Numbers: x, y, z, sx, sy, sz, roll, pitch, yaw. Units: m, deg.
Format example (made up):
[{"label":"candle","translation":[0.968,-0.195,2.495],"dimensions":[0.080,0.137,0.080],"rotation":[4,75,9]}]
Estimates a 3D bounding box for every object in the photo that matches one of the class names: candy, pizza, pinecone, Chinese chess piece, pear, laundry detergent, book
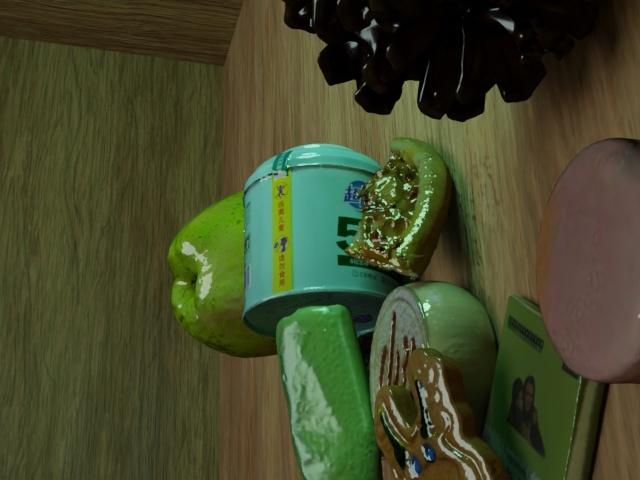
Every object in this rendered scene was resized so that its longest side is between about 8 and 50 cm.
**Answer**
[{"label":"candy","translation":[0.304,0.015,0.921],"dimensions":[0.255,0.094,0.255],"rotation":[-175,90,-75]},{"label":"pizza","translation":[0.124,-0.057,1.488],"dimensions":[0.074,0.182,0.365],"rotation":[55,-152,-29]},{"label":"pinecone","translation":[0.152,-0.322,1.117],"dimensions":[0.398,0.398,0.397],"rotation":[-175,90,-75]},{"label":"Chinese chess piece","translation":[0.161,0.193,1.374],"dimensions":[0.270,0.112,0.269],"rotation":[-176,90,-74]},{"label":"pear","translation":[-0.140,0.075,1.991],"dimensions":[0.391,0.391,0.390],"rotation":[-175,90,-75]},{"label":"candy","translation":[0.020,0.270,1.507],"dimensions":[0.132,0.142,0.343],"rotation":[54,-156,-69]},{"label":"laundry detergent","translation":[0.000,0.000,1.696],"dimensions":[0.287,0.287,0.305],"rotation":[125,147,-62]},{"label":"book","translation":[0.253,0.264,1.149],"dimensions":[0.239,0.035,0.352],"rotation":[-137,53,-73]}]

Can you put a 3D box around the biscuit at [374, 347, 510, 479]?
[{"label":"biscuit","translation":[0.157,0.308,1.180],"dimensions":[0.202,0.047,0.333],"rotation":[-54,48,46]}]

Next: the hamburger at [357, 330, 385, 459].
[{"label":"hamburger","translation":[0.096,0.266,1.614],"dimensions":[0.231,0.107,0.230],"rotation":[-171,90,-80]}]
